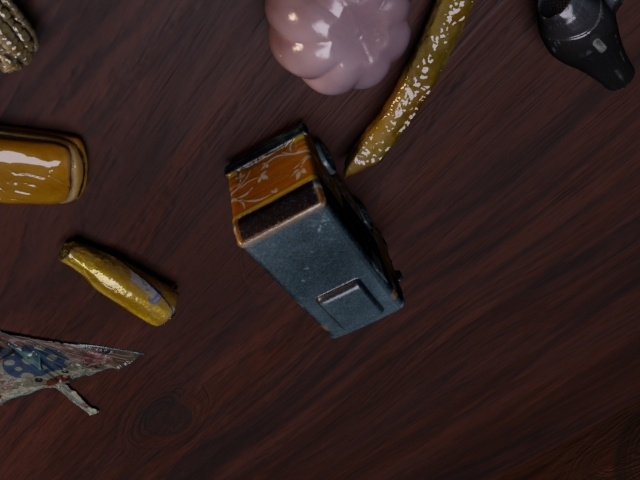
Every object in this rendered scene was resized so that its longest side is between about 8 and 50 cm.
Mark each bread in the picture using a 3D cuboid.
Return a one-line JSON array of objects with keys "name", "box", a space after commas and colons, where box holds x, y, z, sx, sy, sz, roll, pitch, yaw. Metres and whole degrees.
[{"name": "bread", "box": [-0.437, -0.103, 0.842, 0.200, 0.077, 0.116, 5, 126, -19]}]

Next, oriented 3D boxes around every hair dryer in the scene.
[{"name": "hair dryer", "box": [0.438, -0.338, 0.802, 0.235, 0.091, 0.272, 19, 124, -41]}]

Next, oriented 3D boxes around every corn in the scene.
[{"name": "corn", "box": [-0.403, -0.284, 0.661, 0.086, 0.087, 0.211, -20, 129, 8]}]

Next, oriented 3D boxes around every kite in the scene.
[{"name": "kite", "box": [-0.568, 0.283, 1.243, 0.405, 0.014, 0.369, -18, 136, 5]}]

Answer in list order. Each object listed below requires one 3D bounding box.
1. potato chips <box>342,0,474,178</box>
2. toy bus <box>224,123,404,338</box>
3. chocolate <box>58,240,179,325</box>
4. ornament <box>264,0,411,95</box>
[{"name": "potato chips", "box": [0.135, -0.246, 0.834, 0.080, 0.057, 0.407, 13, 130, -16]}, {"name": "toy bus", "box": [0.000, 0.000, 0.956, 0.161, 0.194, 0.323, -27, 134, 13]}, {"name": "chocolate", "box": [-0.351, 0.072, 1.035, 0.085, 0.086, 0.219, -34, 131, 21]}, {"name": "ornament", "box": [0.018, -0.271, 0.723, 0.177, 0.178, 0.178, -7, 136, -6]}]
